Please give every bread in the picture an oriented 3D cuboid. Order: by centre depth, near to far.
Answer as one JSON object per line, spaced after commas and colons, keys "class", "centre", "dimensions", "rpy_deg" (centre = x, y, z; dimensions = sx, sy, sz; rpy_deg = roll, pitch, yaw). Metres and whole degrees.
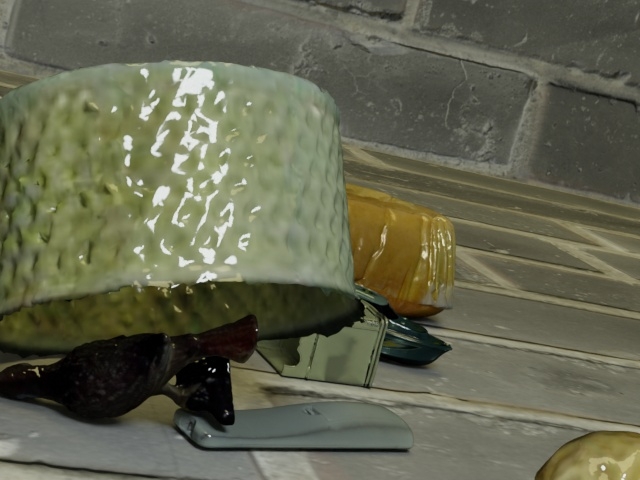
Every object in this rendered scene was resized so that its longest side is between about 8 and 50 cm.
{"class": "bread", "centre": [0.000, 0.000, 1.378], "dimensions": [0.288, 0.119, 0.152], "rpy_deg": [11, 8, -26]}

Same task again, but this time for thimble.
{"class": "thimble", "centre": [-0.104, -0.010, 0.908], "dimensions": [0.270, 0.150, 0.271], "rpy_deg": [-5, -12, -1]}

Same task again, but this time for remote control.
{"class": "remote control", "centre": [-0.014, 0.128, 0.932], "dimensions": [0.184, 0.027, 0.050], "rpy_deg": [6, 13, -36]}

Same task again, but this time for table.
{"class": "table", "centre": [-0.001, 0.078, 1.116], "dimensions": [0.083, 0.062, 0.079], "rpy_deg": [9, 11, -24]}

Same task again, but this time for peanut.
{"class": "peanut", "centre": [0.235, 0.173, 0.856], "dimensions": [0.229, 0.098, 0.103], "rpy_deg": [7, 54, -32]}

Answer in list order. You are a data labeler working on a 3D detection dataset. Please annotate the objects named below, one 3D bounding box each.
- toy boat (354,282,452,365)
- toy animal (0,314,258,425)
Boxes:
{"class": "toy boat", "centre": [0.052, 0.079, 1.207], "dimensions": [0.141, 0.060, 0.055], "rpy_deg": [19, 9, 6]}
{"class": "toy animal", "centre": [-0.134, 0.085, 0.867], "dimensions": [0.202, 0.070, 0.105], "rpy_deg": [-4, -25, 5]}
